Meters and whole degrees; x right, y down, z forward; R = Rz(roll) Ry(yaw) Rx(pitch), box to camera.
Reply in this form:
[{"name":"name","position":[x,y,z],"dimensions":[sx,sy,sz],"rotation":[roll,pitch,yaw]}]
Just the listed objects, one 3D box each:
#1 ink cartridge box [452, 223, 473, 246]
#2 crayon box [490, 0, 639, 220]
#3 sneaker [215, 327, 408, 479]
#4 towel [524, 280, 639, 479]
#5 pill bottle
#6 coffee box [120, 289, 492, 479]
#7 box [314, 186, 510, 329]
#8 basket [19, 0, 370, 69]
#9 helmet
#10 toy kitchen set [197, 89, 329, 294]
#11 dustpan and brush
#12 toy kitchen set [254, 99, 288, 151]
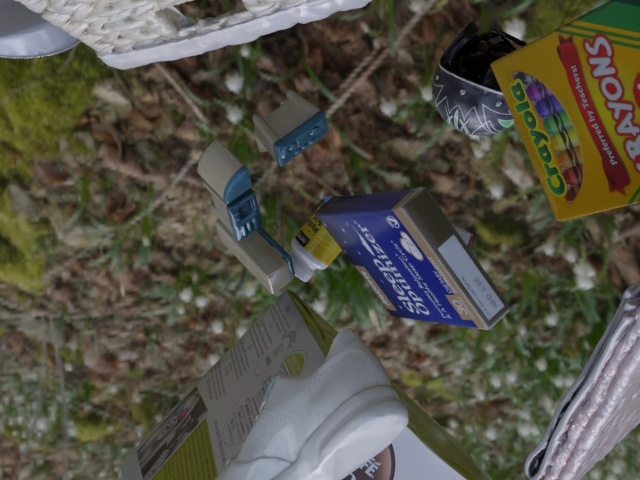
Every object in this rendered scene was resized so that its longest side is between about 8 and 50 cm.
[{"name":"ink cartridge box","position":[0.146,0.029,1.461],"dimensions":[0.056,0.099,0.135],"rotation":[24,172,-12]},{"name":"crayon box","position":[0.303,-0.138,1.127],"dimensions":[0.081,0.202,0.318],"rotation":[-25,-178,-24]},{"name":"sneaker","position":[-0.027,0.148,0.790],"dimensions":[0.212,0.094,0.080],"rotation":[-42,145,25]},{"name":"towel","position":[0.350,0.082,1.050],"dimensions":[0.317,0.053,0.332],"rotation":[-33,152,-30]},{"name":"pill bottle","position":[0.000,0.000,1.498],"dimensions":[0.116,0.065,0.065],"rotation":[-51,135,7]},{"name":"coffee box","position":[-0.008,0.316,1.286],"dimensions":[0.337,0.338,0.334],"rotation":[43,91,-14]},{"name":"box","position":[0.072,0.016,0.997],"dimensions":[0.036,0.225,0.136],"rotation":[-41,104,-16]},{"name":"basket","position":[-0.135,-0.374,0.950],"dimensions":[0.328,0.331,0.266],"rotation":[-7,160,33]},{"name":"helmet","position":[0.252,-0.242,1.659],"dimensions":[0.169,0.169,0.161],"rotation":[40,76,-47]},{"name":"toy kitchen set","position":[-0.049,-0.062,1.399],"dimensions":[0.166,0.122,0.207],"rotation":[-37,153,-15]},{"name":"dustpan and brush","position":[-0.323,-0.272,1.336],"dimensions":[0.211,0.147,0.060],"rotation":[-2,136,4]},{"name":"toy kitchen set","position":[-0.056,-0.185,1.674],"dimensions":[0.083,0.068,0.075],"rotation":[-19,-172,-21]}]
